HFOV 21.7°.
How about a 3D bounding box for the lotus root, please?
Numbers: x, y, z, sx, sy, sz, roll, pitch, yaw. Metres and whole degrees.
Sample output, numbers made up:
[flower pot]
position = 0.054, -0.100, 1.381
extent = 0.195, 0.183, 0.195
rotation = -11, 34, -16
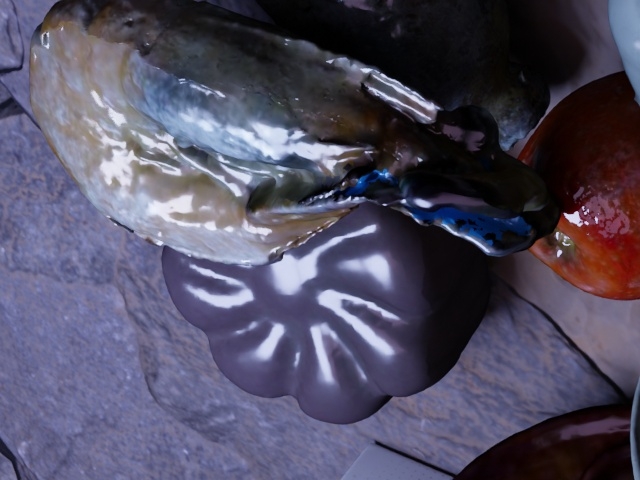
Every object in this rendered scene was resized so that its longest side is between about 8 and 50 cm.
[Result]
[lotus root]
position = 0.036, -0.197, 1.218
extent = 0.175, 0.175, 0.349
rotation = -24, 108, 42

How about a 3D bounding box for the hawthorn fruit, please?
[hawthorn fruit]
position = 0.220, -0.039, 1.194
extent = 0.172, 0.173, 0.173
rotation = 18, 129, 23

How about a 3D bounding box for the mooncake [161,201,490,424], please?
[mooncake]
position = 0.000, 0.000, 1.388
extent = 0.306, 0.154, 0.306
rotation = 17, 129, 21

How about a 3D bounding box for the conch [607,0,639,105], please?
[conch]
position = 0.289, -0.123, 1.097
extent = 0.221, 0.121, 0.185
rotation = 34, 99, -5

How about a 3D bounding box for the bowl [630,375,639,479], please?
[bowl]
position = 0.374, 0.165, 1.174
extent = 0.307, 0.307, 0.163
rotation = 20, 158, 21

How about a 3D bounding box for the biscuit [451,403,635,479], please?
[biscuit]
position = 0.234, 0.310, 1.279
extent = 0.407, 0.407, 0.091
rotation = 15, 156, 25

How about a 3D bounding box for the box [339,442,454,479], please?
[box]
position = 0.107, 0.375, 1.614
extent = 0.210, 0.095, 0.330
rotation = 21, 129, 22

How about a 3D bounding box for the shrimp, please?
[shrimp]
position = -0.042, -0.062, 1.205
extent = 0.445, 0.110, 0.221
rotation = 15, 126, 32
